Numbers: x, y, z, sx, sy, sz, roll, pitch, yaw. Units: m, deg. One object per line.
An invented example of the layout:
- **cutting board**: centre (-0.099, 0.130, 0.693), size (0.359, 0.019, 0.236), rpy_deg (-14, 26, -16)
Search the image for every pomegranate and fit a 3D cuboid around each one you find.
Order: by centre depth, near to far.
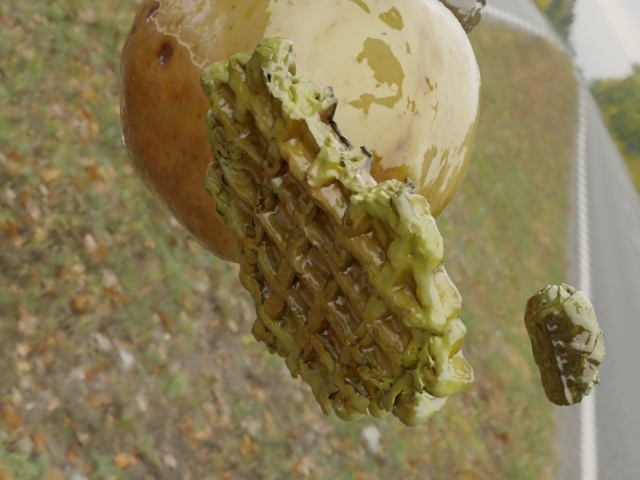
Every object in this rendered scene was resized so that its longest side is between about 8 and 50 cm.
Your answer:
- **pomegranate**: centre (-0.004, -0.165, 1.389), size (0.410, 0.410, 0.410), rpy_deg (55, 14, -20)

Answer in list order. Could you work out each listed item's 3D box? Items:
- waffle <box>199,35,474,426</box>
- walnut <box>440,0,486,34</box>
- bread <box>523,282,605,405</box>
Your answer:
- **waffle**: centre (0.002, -0.001, 0.892), size (0.291, 0.051, 0.291), rpy_deg (38, -39, 40)
- **walnut**: centre (0.121, -0.319, 1.658), size (0.230, 0.178, 0.178), rpy_deg (18, 44, -63)
- **bread**: centre (0.223, 0.091, 1.218), size (0.060, 0.066, 0.110), rpy_deg (-25, 102, -42)
